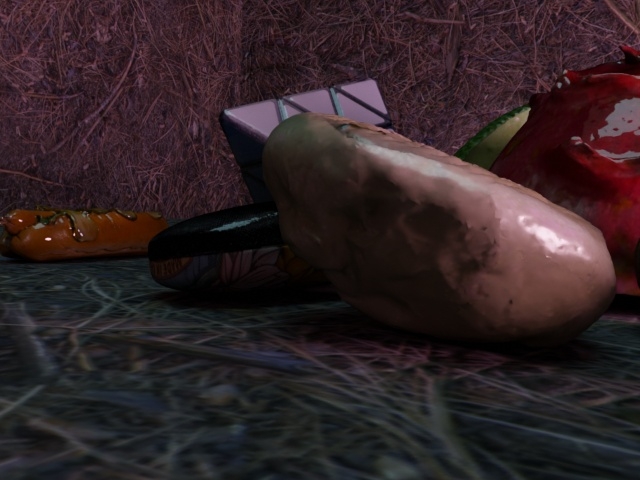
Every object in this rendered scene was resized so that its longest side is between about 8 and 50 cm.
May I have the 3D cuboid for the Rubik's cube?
[{"bbox_3d":[0.007,-0.100,0.938,0.228,0.229,0.233,-16,9,2],"label":"Rubik's cube"}]

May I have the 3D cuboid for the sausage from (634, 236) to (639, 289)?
[{"bbox_3d":[0.277,0.021,0.347,0.108,0.109,0.270,1,4,-17],"label":"sausage"}]

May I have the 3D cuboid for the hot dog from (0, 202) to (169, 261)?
[{"bbox_3d":[-0.307,-0.011,0.872,0.109,0.072,0.269,1,1,27],"label":"hot dog"}]

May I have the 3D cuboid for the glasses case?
[{"bbox_3d":[0.000,0.000,0.609,0.321,0.082,0.122,-7,-2,-39],"label":"glasses case"}]

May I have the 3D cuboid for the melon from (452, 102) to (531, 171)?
[{"bbox_3d":[0.289,-0.049,1.018,0.226,0.331,0.343,38,-1,7],"label":"melon"}]

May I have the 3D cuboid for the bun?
[{"bbox_3d":[0.068,0.000,0.430,0.237,0.116,0.210,32,14,34],"label":"bun"}]

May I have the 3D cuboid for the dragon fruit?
[{"bbox_3d":[0.327,-0.057,0.652,0.370,0.249,0.386,7,5,3],"label":"dragon fruit"}]
